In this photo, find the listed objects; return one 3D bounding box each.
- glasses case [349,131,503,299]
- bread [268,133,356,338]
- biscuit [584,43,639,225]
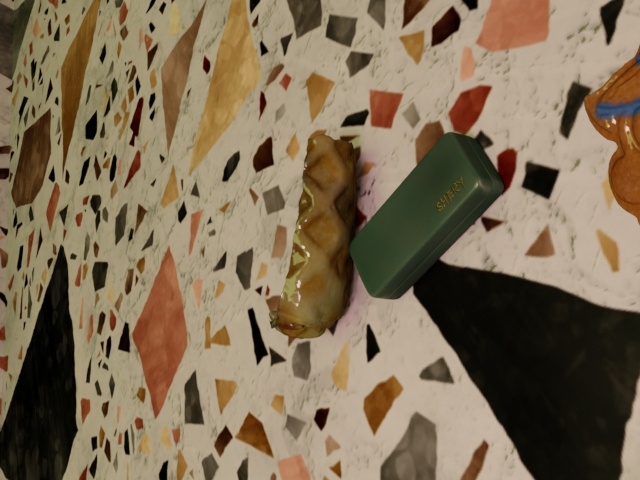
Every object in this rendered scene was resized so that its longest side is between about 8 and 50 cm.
[{"bbox_3d":[0.102,-0.021,0.752,0.184,0.039,0.077,-51,46,35],"label":"glasses case"},{"bbox_3d":[0.000,0.000,0.848,0.128,0.088,0.231,101,180,-86],"label":"bread"},{"bbox_3d":[0.266,-0.064,0.497,0.183,0.043,0.280,-5,90,55],"label":"biscuit"}]
